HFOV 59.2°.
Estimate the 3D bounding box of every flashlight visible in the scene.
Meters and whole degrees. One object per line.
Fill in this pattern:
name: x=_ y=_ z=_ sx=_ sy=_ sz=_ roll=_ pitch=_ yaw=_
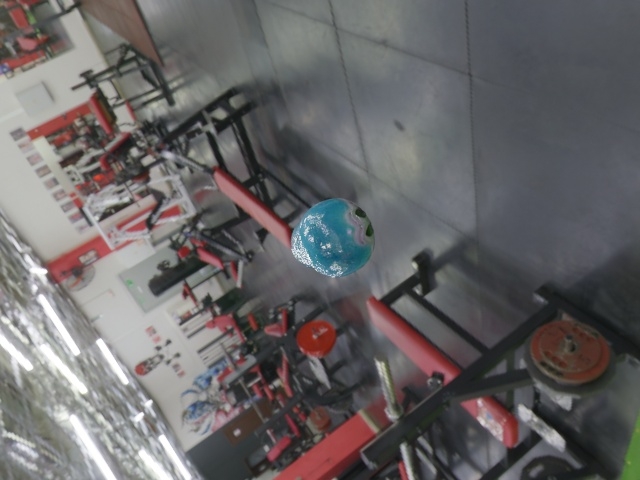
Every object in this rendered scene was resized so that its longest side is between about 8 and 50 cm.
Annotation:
flashlight: x=0.000 y=0.000 z=0.398 sx=0.051 sy=0.051 sz=0.129 roll=59 pitch=167 yaw=-5
